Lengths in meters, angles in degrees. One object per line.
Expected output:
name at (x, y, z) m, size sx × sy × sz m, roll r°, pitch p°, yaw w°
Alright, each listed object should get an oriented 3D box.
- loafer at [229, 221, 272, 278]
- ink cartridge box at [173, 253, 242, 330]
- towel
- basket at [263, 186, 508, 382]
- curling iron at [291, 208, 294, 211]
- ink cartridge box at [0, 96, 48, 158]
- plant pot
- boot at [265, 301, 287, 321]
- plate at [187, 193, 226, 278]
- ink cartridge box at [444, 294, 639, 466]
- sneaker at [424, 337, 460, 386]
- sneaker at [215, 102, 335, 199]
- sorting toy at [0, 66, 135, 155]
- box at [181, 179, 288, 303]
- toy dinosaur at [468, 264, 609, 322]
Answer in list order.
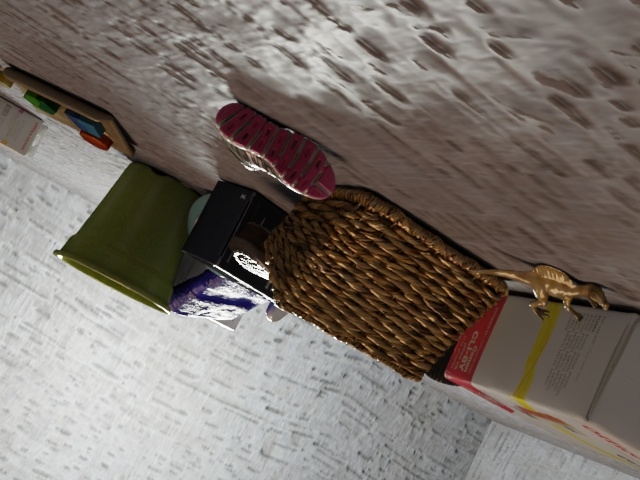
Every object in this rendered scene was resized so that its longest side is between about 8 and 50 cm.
loafer at (0.000, 0.035, 1.665) m, size 0.366 × 0.130 × 0.133 m, roll 26°, pitch 177°, yaw -42°
ink cartridge box at (-0.282, 0.058, 2.348) m, size 0.131 × 0.226 × 0.306 m, roll 22°, pitch 172°, yaw 38°
towel at (-0.173, 0.104, 2.157) m, size 0.227 × 0.076 × 0.308 m, roll 6°, pitch 155°, yaw -44°
basket at (0.095, 0.027, 1.464) m, size 0.299 × 0.223 × 0.213 m, roll 30°, pitch -156°, yaw -24°
curling iron at (0.000, 0.000, 1.778) m, size 0.068 × 0.035 × 0.274 m, roll 20°, pitch 169°, yaw 20°
ink cartridge box at (-0.691, -0.251, 2.179) m, size 0.143 × 0.092 × 0.090 m, roll 31°, pitch 171°, yaw -26°
plant pot at (-0.388, -0.017, 2.098) m, size 0.276 × 0.254 × 0.276 m, roll 25°, pitch 168°, yaw 6°
boot at (-0.093, 0.113, 2.302) m, size 0.086 × 0.190 × 0.069 m, roll 26°, pitch 134°, yaw 19°
plate at (-0.203, -0.003, 1.983) m, size 0.188 × 0.188 × 0.024 m, roll 23°, pitch -147°, yaw 27°
ink cartridge box at (0.400, 0.212, 1.415) m, size 0.279 × 0.160 × 0.384 m, roll 30°, pitch 171°, yaw -18°
sneaker at (0.232, 0.236, 2.313) m, size 0.330 × 0.122 × 0.146 m, roll 24°, pitch -171°, yaw 12°
sneaker at (-0.056, -0.108, 1.219) m, size 0.170 × 0.063 × 0.075 m, roll 32°, pitch 171°, yaw -3°
sorting toy at (-0.499, -0.246, 1.795) m, size 0.307 × 0.041 × 0.229 m, roll 26°, pitch 171°, yaw 7°
box at (-0.128, 0.005, 1.811) m, size 0.108 × 0.153 × 0.207 m, roll 20°, pitch 168°, yaw 42°
toy dinosaur at (0.290, 0.058, 1.257) m, size 0.183 × 0.053 × 0.093 m, roll 13°, pitch 150°, yaw 32°
